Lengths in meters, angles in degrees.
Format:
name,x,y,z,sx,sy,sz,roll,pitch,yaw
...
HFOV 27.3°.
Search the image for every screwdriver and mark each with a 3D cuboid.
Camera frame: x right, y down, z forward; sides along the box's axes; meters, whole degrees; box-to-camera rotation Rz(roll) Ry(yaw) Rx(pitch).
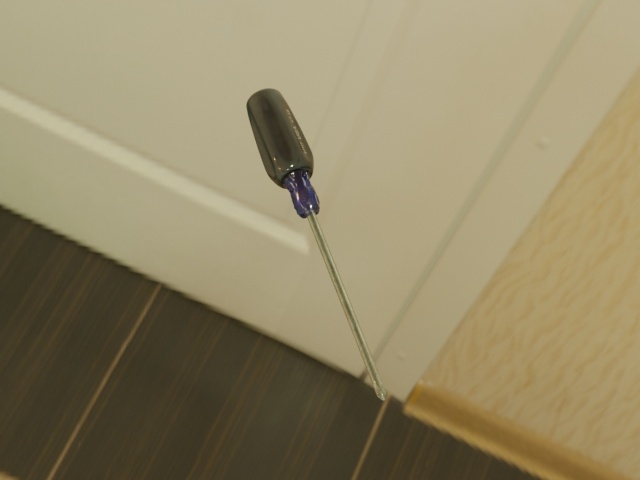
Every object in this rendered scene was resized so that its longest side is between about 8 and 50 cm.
name,x,y,z,sx,sy,sz,roll,pitch,yaw
screwdriver,0.000,0.000,0.607,0.024,0.025,0.170,-21,66,-1
